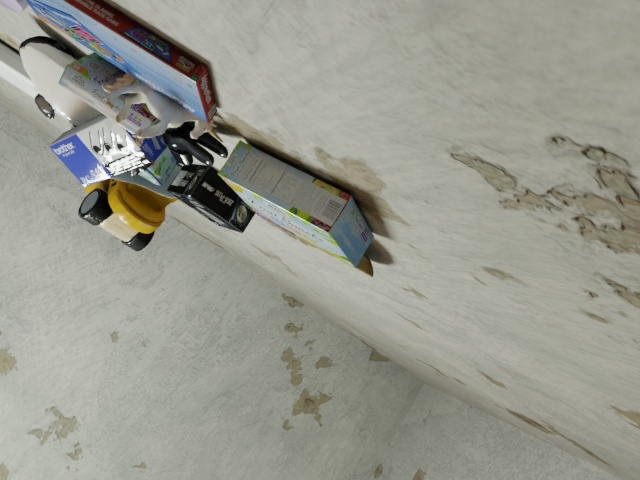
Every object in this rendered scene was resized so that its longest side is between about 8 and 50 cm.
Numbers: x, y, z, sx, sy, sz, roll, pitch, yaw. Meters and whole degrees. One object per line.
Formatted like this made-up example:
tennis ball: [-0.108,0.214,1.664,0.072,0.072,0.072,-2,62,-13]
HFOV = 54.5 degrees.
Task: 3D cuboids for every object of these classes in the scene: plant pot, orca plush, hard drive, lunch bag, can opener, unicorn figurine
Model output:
plant pot: [0.000,0.000,1.156,0.236,0.032,0.236,28,178,1]
orca plush: [-0.393,-0.256,1.108,0.287,0.102,0.151,37,130,-24]
hard drive: [-0.703,-0.392,1.454,0.353,0.047,0.233,33,171,-11]
lunch bag: [-0.395,-0.207,1.278,0.176,0.090,0.219,30,170,9]
can opener: [-0.198,-0.156,0.995,0.186,0.059,0.073,23,150,50]
unicorn figurine: [-0.225,-0.182,0.878,0.162,0.111,0.060,52,159,-6]

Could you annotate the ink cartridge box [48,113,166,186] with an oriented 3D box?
ink cartridge box: [-0.365,-0.159,1.059,0.207,0.046,0.097,-10,127,39]

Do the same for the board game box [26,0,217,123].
board game box: [-0.261,-0.256,0.793,0.281,0.027,0.145,32,169,0]

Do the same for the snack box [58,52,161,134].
snack box: [-0.305,-0.220,0.938,0.141,0.037,0.100,34,-155,-11]

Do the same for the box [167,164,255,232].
box: [-0.242,-0.096,1.387,0.147,0.078,0.180,37,169,-29]

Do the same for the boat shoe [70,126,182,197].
boat shoe: [-0.451,-0.196,1.464,0.306,0.113,0.105,20,-173,-41]

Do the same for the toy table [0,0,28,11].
toy table: [-0.553,-0.355,0.823,0.274,0.161,0.252,33,171,-9]

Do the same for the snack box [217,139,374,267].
snack box: [-0.033,-0.053,0.962,0.207,0.070,0.174,27,170,22]

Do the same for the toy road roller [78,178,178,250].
toy road roller: [-0.515,-0.155,1.758,0.202,0.240,0.330,39,-155,-38]
